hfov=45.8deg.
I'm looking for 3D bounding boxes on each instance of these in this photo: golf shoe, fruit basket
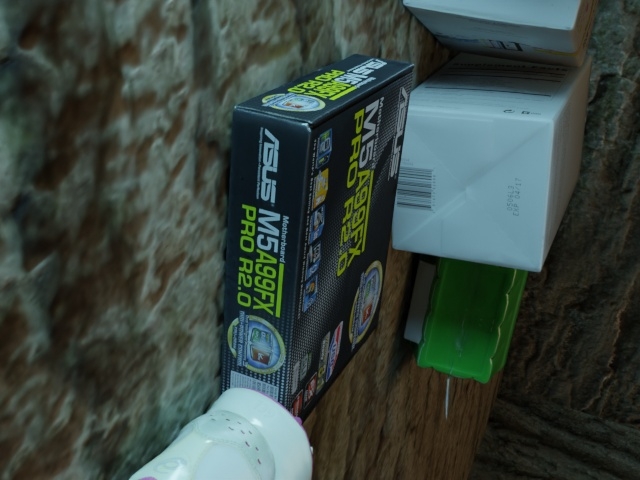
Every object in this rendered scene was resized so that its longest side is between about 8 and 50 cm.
[{"bbox_3d":[-0.088,0.260,0.541,0.140,0.115,0.306,-17,115,-55],"label":"golf shoe"},{"bbox_3d":[0.232,0.063,1.225,0.353,0.166,0.327,-66,166,-70],"label":"fruit basket"}]

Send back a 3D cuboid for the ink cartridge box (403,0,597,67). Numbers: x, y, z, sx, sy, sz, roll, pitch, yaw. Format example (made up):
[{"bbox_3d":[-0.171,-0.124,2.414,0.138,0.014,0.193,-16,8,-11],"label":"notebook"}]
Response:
[{"bbox_3d":[0.212,-0.295,0.808,0.233,0.168,0.171,-10,113,-69],"label":"ink cartridge box"}]

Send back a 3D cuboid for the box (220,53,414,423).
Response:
[{"bbox_3d":[0.000,0.000,0.624,0.216,0.060,0.270,-40,141,-57],"label":"box"}]

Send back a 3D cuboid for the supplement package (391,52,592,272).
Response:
[{"bbox_3d":[0.215,-0.114,0.924,0.293,0.175,0.177,-44,137,-54],"label":"supplement package"}]
